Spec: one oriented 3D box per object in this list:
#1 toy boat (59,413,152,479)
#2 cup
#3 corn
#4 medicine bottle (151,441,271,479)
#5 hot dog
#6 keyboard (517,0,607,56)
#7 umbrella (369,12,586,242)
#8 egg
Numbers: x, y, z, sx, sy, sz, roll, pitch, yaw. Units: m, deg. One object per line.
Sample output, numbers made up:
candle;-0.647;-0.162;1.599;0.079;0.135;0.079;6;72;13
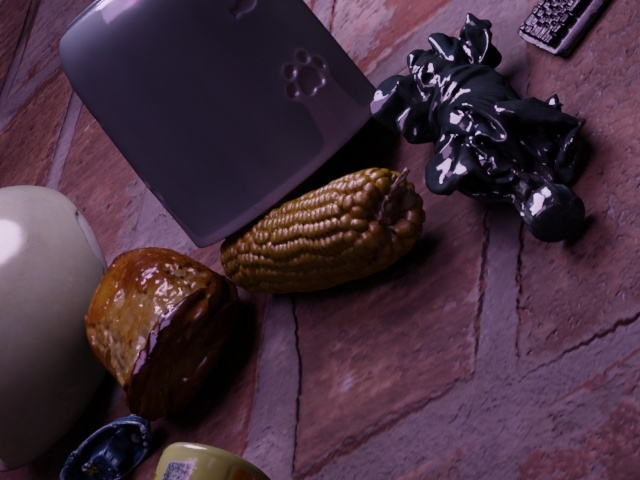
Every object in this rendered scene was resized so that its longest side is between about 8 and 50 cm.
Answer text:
toy boat;-0.233;0.238;1.772;0.137;0.060;0.061;-38;12;22
cup;-0.106;-0.198;1.770;0.259;0.274;0.356;-34;12;24
corn;0.000;0.000;1.606;0.310;0.101;0.101;-23;41;54
medicine bottle;-0.128;0.309;1.452;0.124;0.124;0.238;-19;45;51
hot dog;-0.172;0.098;1.777;0.175;0.114;0.259;-59;24;4
keyboard;0.275;-0.278;1.543;0.230;0.025;0.093;-54;29;5
umbrella;0.150;-0.101;1.477;0.143;0.094;0.349;-53;28;16
egg;-0.380;0.094;1.938;0.278;0.278;0.336;-7;52;57
